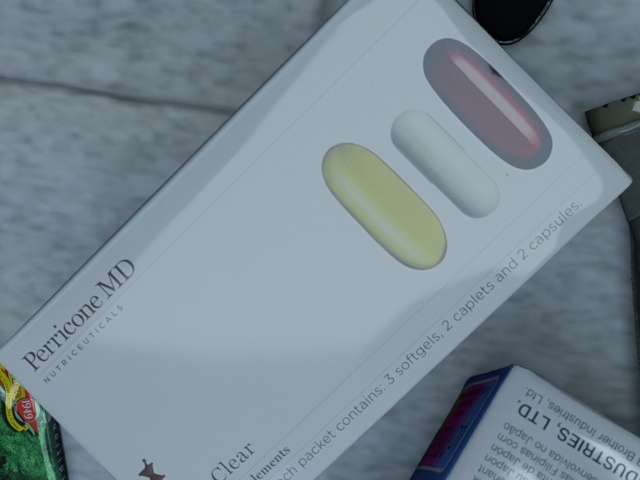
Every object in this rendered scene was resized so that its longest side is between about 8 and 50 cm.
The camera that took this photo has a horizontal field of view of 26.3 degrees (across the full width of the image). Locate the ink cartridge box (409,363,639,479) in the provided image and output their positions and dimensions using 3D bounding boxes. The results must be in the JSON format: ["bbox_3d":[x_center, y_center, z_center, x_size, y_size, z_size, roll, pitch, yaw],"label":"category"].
[{"bbox_3d":[0.098,0.298,0.692,0.270,0.151,0.395,32,79,4],"label":"ink cartridge box"}]

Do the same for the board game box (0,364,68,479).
[{"bbox_3d":[-0.211,0.198,0.823,0.136,0.030,0.260,-8,97,3],"label":"board game box"}]

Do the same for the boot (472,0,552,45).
[{"bbox_3d":[0.118,-0.160,0.716,0.045,0.099,0.121,30,98,1],"label":"boot"}]

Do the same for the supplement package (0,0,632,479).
[{"bbox_3d":[0.000,0.000,0.693,0.145,0.204,0.262,45,99,-2],"label":"supplement package"}]

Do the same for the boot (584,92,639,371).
[{"bbox_3d":[0.249,0.006,0.742,0.189,0.076,0.208,-17,89,20],"label":"boot"}]
